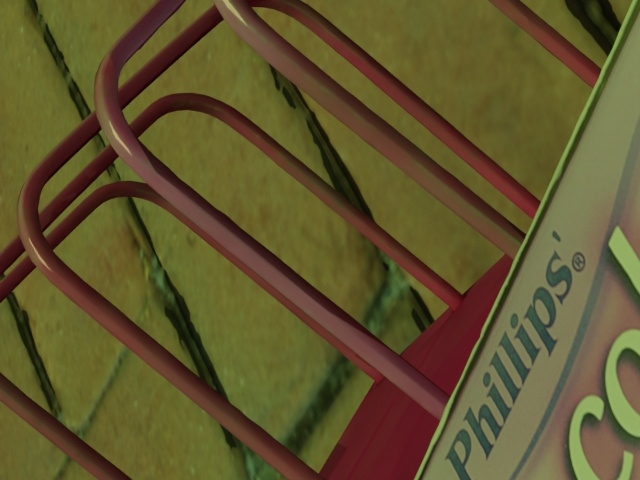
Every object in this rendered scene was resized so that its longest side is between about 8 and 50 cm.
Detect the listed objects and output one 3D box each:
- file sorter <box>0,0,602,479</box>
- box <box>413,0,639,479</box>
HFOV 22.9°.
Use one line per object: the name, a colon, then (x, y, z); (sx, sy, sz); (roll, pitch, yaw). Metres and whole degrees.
file sorter: (0.000, 0.000, 0.568); (0.182, 0.202, 0.290); (39, 135, -3)
box: (0.173, 0.010, 0.344); (0.117, 0.243, 0.213); (51, 130, 42)
